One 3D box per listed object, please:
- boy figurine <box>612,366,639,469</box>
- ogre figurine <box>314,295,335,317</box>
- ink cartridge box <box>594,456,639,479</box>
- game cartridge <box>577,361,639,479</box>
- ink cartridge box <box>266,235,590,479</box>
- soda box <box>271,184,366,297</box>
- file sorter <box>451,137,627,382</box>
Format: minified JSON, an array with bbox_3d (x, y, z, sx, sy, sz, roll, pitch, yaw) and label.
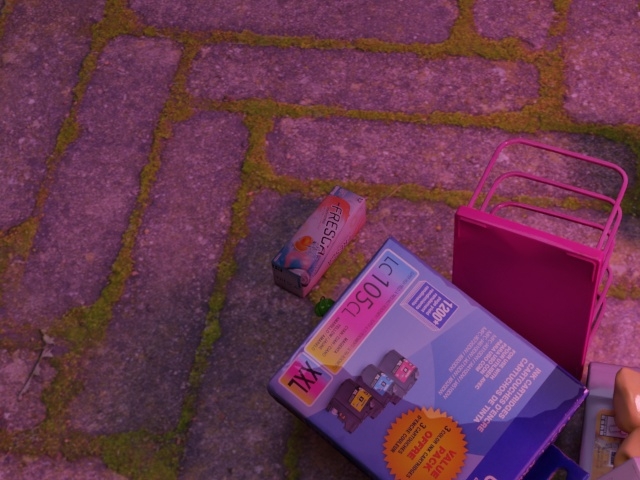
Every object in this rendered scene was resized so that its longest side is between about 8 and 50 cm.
[{"bbox_3d":[0.452,0.294,1.727,0.177,0.092,0.285,-40,53,16],"label":"boy figurine"},{"bbox_3d":[0.096,0.128,1.952,0.197,0.118,0.096,-13,48,-7],"label":"ogre figurine"},{"bbox_3d":[0.360,0.405,1.689,0.066,0.232,0.189,7,51,-43],"label":"ink cartridge box"},{"bbox_3d":[0.446,0.310,1.805,0.198,0.062,0.297,4,59,14],"label":"game cartridge"},{"bbox_3d":[0.167,0.224,1.779,0.395,0.151,0.270,38,84,13],"label":"ink cartridge box"},{"bbox_3d":[0.000,0.000,2.092,0.058,0.063,0.183,26,59,23],"label":"soda box"},{"bbox_3d":[0.314,0.026,1.905,0.202,0.290,0.182,19,54,18],"label":"file sorter"}]
